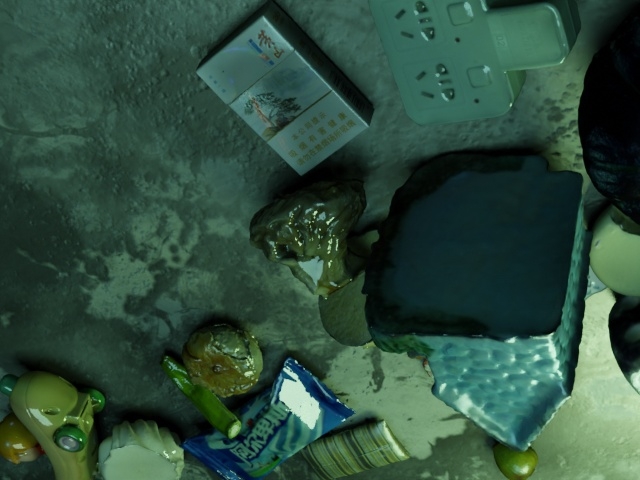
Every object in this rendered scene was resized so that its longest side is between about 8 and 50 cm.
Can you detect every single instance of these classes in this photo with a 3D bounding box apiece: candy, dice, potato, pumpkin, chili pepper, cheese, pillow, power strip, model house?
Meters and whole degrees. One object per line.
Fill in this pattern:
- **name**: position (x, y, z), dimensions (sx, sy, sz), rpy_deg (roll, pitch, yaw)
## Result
- **candy**: position (-0.107, 0.359, 1.964), dimensions (0.331, 0.077, 0.187), rpy_deg (-37, 113, 27)
- **dice**: position (0.579, 0.157, 1.634), dimensions (0.181, 0.183, 0.182), rpy_deg (41, 124, -20)
- **potato**: position (0.101, 0.084, 1.704), dimensions (0.117, 0.182, 0.202), rpy_deg (16, 93, -39)
- **pumpkin**: position (0.525, -0.170, 1.364), dimensions (0.364, 0.266, 0.363), rpy_deg (6, 123, 10)
- **chili pepper**: position (-0.226, 0.290, 1.927), dimensions (0.202, 0.050, 0.052), rpy_deg (44, 118, 13)
- **cheese**: position (0.482, 0.047, 1.619), dimensions (0.163, 0.071, 0.248), rpy_deg (34, 133, 16)
- **pillow**: position (0.060, 0.410, 1.991), dimensions (0.203, 0.038, 0.113), rpy_deg (-22, 118, 24)
- **power strip**: position (0.226, -0.297, 1.431), dimensions (0.261, 0.141, 0.229), rpy_deg (-5, 124, 31)
- **model house**: position (0.269, 0.102, 1.575), dimensions (0.297, 0.360, 0.339), rpy_deg (-3, 137, 24)

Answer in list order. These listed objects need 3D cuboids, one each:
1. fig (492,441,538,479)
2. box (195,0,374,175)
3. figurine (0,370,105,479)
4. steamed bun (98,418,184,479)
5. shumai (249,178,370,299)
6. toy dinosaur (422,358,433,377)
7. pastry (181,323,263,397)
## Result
- **fig**: position (0.360, 0.408, 1.920), dimensions (0.088, 0.074, 0.074), rpy_deg (35, 126, 12)
- **box**: position (-0.051, -0.226, 1.547), dimensions (0.149, 0.067, 0.233), rpy_deg (-35, 112, 28)
- **figurine**: position (-0.542, 0.390, 2.037), dimensions (0.222, 0.124, 0.324), rpy_deg (5, 129, 6)
- **steamed bun**: position (-0.351, 0.428, 2.038), dimensions (0.183, 0.106, 0.182), rpy_deg (-1, 124, -2)
- **shumai**: position (0.000, 0.000, 1.611), dimensions (0.206, 0.166, 0.175), rpy_deg (-27, 89, 45)
- **toy dinosaur**: position (0.222, 0.149, 1.767), dimensions (0.167, 0.053, 0.242), rpy_deg (-12, 131, 26)
- **pastry**: position (-0.179, 0.217, 1.874), dimensions (0.153, 0.081, 0.153), rpy_deg (7, 135, 7)
